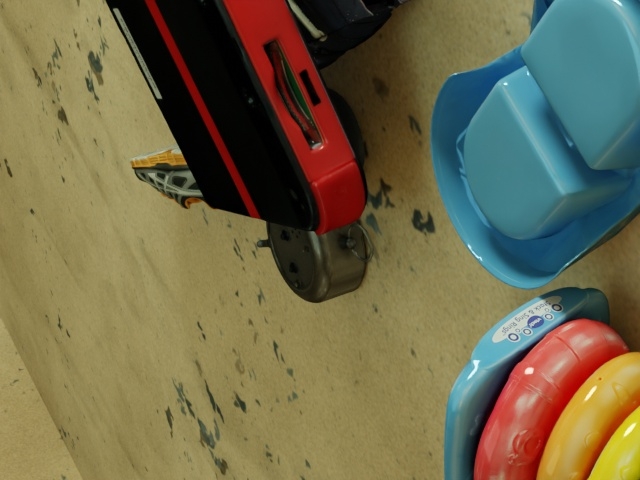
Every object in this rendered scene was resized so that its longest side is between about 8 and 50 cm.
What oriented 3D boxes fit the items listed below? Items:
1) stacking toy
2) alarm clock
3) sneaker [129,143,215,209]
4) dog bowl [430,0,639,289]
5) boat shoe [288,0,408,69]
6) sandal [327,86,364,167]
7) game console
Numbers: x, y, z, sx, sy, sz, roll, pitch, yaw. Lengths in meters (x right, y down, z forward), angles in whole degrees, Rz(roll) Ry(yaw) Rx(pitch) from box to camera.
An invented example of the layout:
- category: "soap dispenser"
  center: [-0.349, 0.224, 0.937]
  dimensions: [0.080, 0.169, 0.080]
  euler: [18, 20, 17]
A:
- category: "stacking toy"
  center: [0.236, 0.169, 0.775]
  dimensions: [0.302, 0.175, 0.165]
  euler: [29, 135, 40]
- category: "alarm clock"
  center: [0.000, 0.000, 1.216]
  dimensions: [0.192, 0.064, 0.129]
  euler: [1, 107, 60]
- category: "sneaker"
  center: [-0.175, -0.080, 1.490]
  dimensions: [0.215, 0.084, 0.083]
  euler: [6, 116, 62]
- category: "dog bowl"
  center: [0.174, -0.085, 0.793]
  dimensions: [0.166, 0.074, 0.297]
  euler: [63, 154, 19]
- category: "boat shoe"
  center: [-0.024, -0.320, 1.001]
  dimensions: [0.158, 0.127, 0.340]
  euler: [-8, 108, 60]
- category: "sandal"
  center: [-0.035, -0.131, 1.203]
  dimensions: [0.254, 0.054, 0.097]
  euler: [48, 146, 40]
- category: "game console"
  center: [-0.110, -0.189, 1.106]
  dimensions: [0.342, 0.060, 0.386]
  euler: [17, 134, 65]
